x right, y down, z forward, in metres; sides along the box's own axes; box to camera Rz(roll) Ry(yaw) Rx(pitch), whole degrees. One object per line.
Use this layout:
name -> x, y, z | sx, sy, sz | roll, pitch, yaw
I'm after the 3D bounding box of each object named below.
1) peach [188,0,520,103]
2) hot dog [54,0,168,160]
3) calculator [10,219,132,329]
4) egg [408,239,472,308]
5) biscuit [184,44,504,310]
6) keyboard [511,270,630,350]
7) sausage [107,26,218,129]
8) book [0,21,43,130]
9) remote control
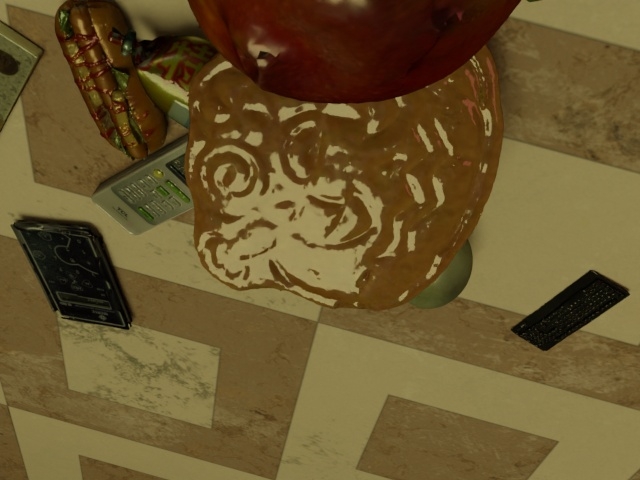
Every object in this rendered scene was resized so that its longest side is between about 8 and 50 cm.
peach -> 0.033, -0.281, 0.665 | 0.372, 0.373, 0.290 | 8, 141, 10
hot dog -> -0.274, -0.200, 1.068 | 0.104, 0.076, 0.250 | 3, 135, 14
calculator -> -0.442, 0.064, 1.445 | 0.165, 0.028, 0.274 | 6, 138, 12
egg -> 0.159, 0.036, 1.155 | 0.114, 0.114, 0.152 | 15, 139, 1
biscuit -> 0.024, -0.104, 0.933 | 0.365, 0.062, 0.385 | 8, 106, -2
keyboard -> 0.382, 0.114, 1.244 | 0.074, 0.015, 0.196 | 28, 137, -12
sausage -> -0.117, -0.182, 1.008 | 0.317, 0.125, 0.117 | 29, 141, -10
book -> -0.548, -0.236, 1.156 | 0.217, 0.021, 0.310 | 33, 136, -18
remote control -> -0.236, -0.082, 1.214 | 0.250, 0.034, 0.103 | -21, 127, 34
